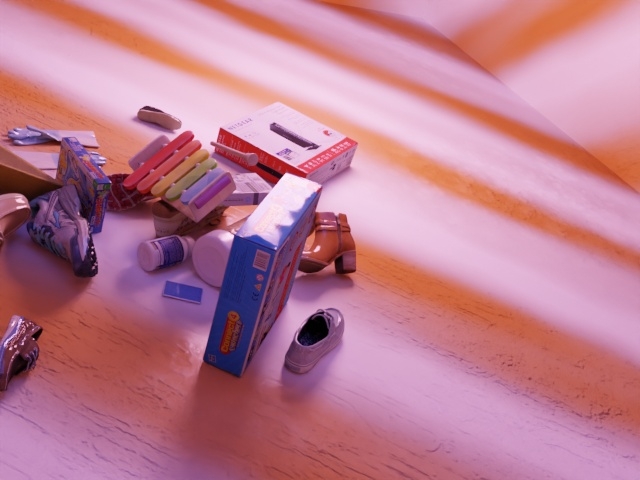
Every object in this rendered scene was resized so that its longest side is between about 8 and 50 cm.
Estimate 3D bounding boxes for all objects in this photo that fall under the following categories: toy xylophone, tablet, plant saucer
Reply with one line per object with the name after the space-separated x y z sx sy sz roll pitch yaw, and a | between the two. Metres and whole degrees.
-0.291 -0.160 1.840 0.322 0.081 0.236 21 60 42 | toy xylophone
-0.295 0.111 1.739 0.083 0.006 0.054 14 31 -11 | tablet
-0.776 -0.189 1.764 0.332 0.081 0.332 30 0 17 | plant saucer

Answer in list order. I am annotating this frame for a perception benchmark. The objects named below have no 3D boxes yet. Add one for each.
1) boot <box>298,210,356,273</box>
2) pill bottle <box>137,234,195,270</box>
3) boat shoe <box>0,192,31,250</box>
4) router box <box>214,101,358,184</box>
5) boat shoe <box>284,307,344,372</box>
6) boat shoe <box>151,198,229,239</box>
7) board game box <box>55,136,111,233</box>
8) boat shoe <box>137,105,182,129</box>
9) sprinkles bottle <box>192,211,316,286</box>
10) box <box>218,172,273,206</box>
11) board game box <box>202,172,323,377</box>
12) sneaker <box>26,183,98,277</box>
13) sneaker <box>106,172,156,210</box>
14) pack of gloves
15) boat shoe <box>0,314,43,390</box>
0.000 0.000 1.955 0.197 0.073 0.153 8 67 -41 | boot
-0.338 0.024 1.792 0.120 0.067 0.067 -15 45 -44 | pill bottle
-0.677 0.007 1.597 0.098 0.109 0.302 33 39 12 | boat shoe
-0.095 -0.274 2.385 0.301 0.082 0.335 29 32 15 | router box
0.000 0.191 1.706 0.079 0.081 0.227 27 32 12 | boat shoe
-0.305 -0.071 1.959 0.104 0.089 0.285 18 24 28 | boat shoe
-0.544 -0.128 1.849 0.035 0.136 0.201 -9 40 -40 | board game box
-0.460 -0.356 2.340 0.132 0.049 0.042 17 39 3 | boat shoe
-0.146 -0.007 1.899 0.121 0.121 0.355 32 32 19 | sprinkles bottle
-0.218 -0.122 1.940 0.186 0.038 0.145 -3 23 -26 | box
-0.112 0.062 1.628 0.086 0.308 0.302 21 30 6 | board game box
-0.549 -0.006 1.715 0.122 0.110 0.283 -15 40 -19 | sneaker
-0.450 -0.121 1.959 0.225 0.088 0.092 -11 3 -26 | sneaker
-0.665 -0.246 2.055 0.232 0.046 0.195 -3 37 -32 | pack of gloves
-0.526 0.195 1.417 0.066 0.066 0.183 13 31 -14 | boat shoe
